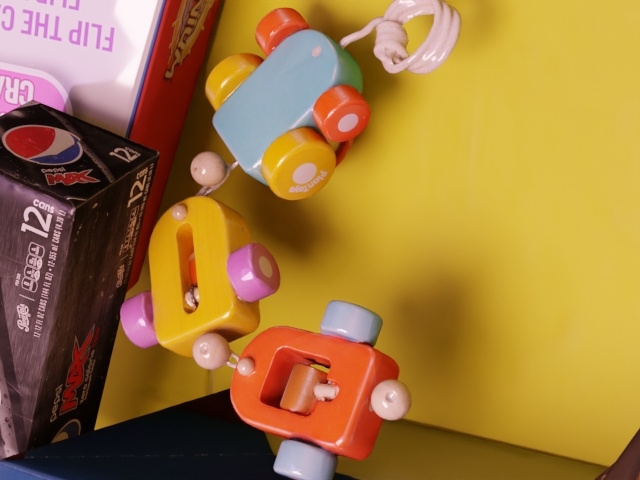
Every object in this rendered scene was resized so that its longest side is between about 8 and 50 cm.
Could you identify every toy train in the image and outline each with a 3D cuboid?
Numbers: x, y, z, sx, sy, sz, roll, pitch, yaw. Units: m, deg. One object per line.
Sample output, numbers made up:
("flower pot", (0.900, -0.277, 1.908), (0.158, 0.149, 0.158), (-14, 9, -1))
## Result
("toy train", (0.000, 0.000, 0.559), (0.125, 0.046, 0.166), (5, 72, 37))

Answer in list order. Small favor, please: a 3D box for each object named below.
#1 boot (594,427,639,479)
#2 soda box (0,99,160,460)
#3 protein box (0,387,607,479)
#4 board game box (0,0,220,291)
("boot", (0.134, 0.029, 0.395), (0.082, 0.106, 0.219), (39, 79, 8))
("soda box", (-0.108, 0.040, 0.580), (0.053, 0.060, 0.169), (24, 119, 14))
("protein box", (0.006, 0.175, 0.554), (0.199, 0.136, 0.201), (9, 103, 35))
("board game box", (-0.143, -0.158, 0.603), (0.242, 0.064, 0.316), (22, 110, 9))
